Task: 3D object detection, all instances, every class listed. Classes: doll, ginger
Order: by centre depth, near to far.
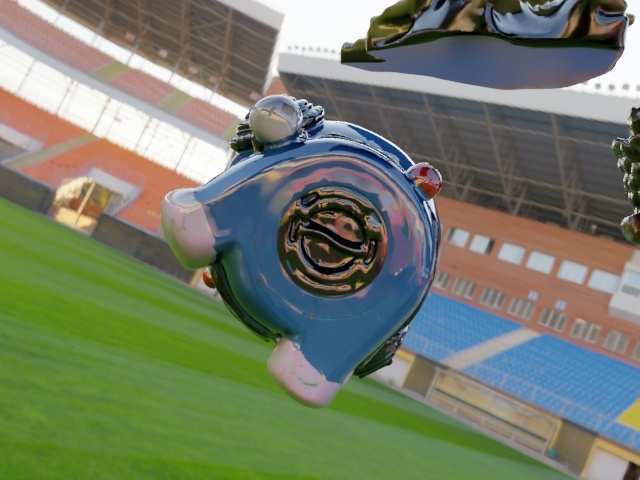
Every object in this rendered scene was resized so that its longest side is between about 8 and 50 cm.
[{"bbox_3d":[0.000,0.000,0.612,0.310,0.240,0.284,171,-104,-86],"label":"doll"},{"bbox_3d":[0.222,-0.334,0.905,0.359,0.211,0.413,3,5,-8],"label":"ginger"}]

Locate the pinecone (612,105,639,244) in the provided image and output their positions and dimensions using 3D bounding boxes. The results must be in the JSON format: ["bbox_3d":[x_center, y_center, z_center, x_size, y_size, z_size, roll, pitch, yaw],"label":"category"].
[{"bbox_3d":[0.405,-0.078,0.623,0.224,0.273,0.224,51,4,-5],"label":"pinecone"}]
